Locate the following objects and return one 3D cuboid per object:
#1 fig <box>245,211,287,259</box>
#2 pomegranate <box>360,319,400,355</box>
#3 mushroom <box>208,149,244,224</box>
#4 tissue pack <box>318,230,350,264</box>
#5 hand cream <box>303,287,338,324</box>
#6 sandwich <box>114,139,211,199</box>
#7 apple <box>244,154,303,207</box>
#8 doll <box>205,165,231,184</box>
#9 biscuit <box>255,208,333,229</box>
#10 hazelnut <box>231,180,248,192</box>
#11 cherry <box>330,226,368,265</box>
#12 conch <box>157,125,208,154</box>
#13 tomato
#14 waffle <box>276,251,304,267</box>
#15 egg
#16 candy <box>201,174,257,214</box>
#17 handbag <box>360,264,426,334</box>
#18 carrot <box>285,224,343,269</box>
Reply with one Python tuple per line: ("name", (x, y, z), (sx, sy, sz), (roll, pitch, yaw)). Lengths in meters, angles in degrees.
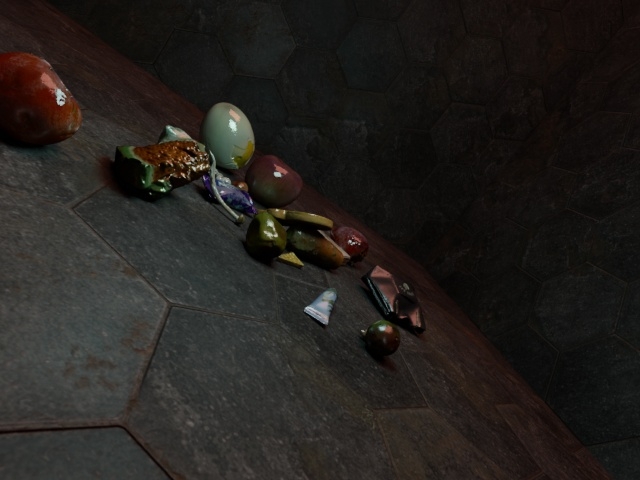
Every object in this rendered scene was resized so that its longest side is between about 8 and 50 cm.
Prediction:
("fig", (-0.192, -0.015, 1.471), (0.144, 0.154, 0.165), (-19, -90, 59))
("pomegranate", (0.203, 0.330, 1.399), (0.130, 0.130, 0.130), (36, 12, -9))
("mushroom", (-0.381, -0.194, 1.607), (0.306, 0.068, 0.043), (62, -15, -2))
("tissue pack", (0.000, 0.000, 2.148), (0.325, 0.071, 0.170), (42, 11, 24))
("hand cream", (0.014, 0.219, 1.423), (0.088, 0.055, 0.256), (34, 18, 6))
("sandwich", (-0.494, -0.223, 1.342), (0.301, 0.161, 0.251), (-18, 36, -40))
("apple", (-0.245, -0.297, 2.176), (0.306, 0.235, 0.305), (39, 11, -9))
("doll", (-0.463, -0.275, 1.861), (0.219, 0.067, 0.091), (46, 18, 30))
("biscuit", (-0.109, -0.095, 1.828), (0.355, 0.052, 0.275), (5, -8, 37))
("hazelnut", (-0.382, -0.241, 1.957), (0.086, 0.086, 0.086), (36, 12, -9))
("cherry", (0.147, 0.015, 2.280), (0.250, 0.175, 0.192), (43, 26, 19))
("conch", (-0.561, -0.339, 1.604), (0.387, 0.202, 0.170), (17, 27, 30))
("tomato", (-0.733, -0.349, 1.060), (0.232, 0.189, 0.232), (52, -15, 21))
("waffle", (-0.138, 0.061, 1.629), (0.153, 0.023, 0.097), (23, 17, -48))
("egg", (-0.489, -0.545, 2.191), (0.284, 0.344, 0.283), (3, 31, -2))
("candy", (-0.379, -0.191, 1.743), (0.275, 0.070, 0.145), (18, 33, -53))
("handbag", (0.358, 0.285, 1.964), (0.343, 0.152, 0.287), (29, 26, -31))
("carrot", (-0.025, 0.026, 1.837), (0.302, 0.138, 0.138), (29, 15, -42))
